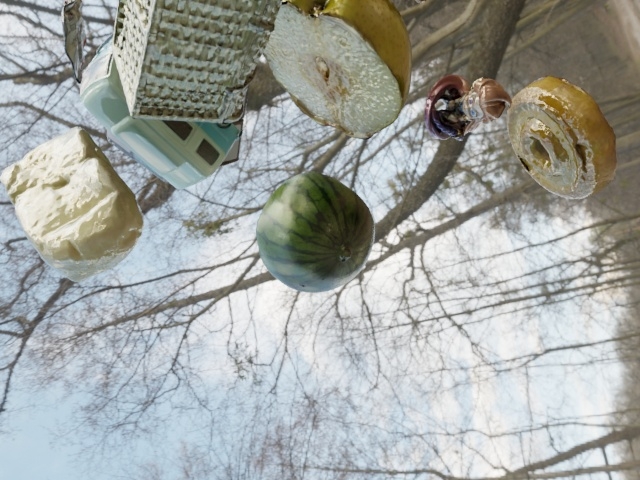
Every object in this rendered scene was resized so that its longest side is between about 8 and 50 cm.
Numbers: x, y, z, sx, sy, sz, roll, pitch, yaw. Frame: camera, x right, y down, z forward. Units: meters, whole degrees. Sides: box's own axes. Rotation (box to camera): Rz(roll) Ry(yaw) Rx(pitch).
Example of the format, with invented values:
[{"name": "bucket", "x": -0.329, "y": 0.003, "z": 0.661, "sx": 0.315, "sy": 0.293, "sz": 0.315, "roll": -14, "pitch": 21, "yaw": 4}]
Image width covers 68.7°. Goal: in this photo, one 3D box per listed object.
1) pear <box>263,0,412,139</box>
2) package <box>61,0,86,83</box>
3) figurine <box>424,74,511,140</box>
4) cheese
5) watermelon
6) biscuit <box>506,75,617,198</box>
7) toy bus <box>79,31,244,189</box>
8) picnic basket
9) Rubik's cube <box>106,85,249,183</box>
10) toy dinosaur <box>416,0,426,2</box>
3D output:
[{"name": "pear", "x": 0.056, "y": -0.406, "z": 0.991, "sx": 0.192, "sy": 0.340, "sz": 0.386, "roll": -60, "pitch": -14, "yaw": -12}, {"name": "package", "x": -0.622, "y": -0.528, "z": 1.179, "sx": 0.040, "sy": 0.232, "sz": 0.166, "roll": 5, "pitch": -111, "yaw": -18}, {"name": "figurine", "x": 0.279, "y": -0.258, "z": 0.881, "sx": 0.114, "sy": 0.156, "sz": 0.126, "roll": -25, "pitch": -77, "yaw": -50}, {"name": "cheese", "x": -0.372, "y": -0.059, "z": 0.717, "sx": 0.263, "sy": 0.159, "sz": 0.093, "roll": 48, "pitch": 176, "yaw": 30}, {"name": "watermelon", "x": 0.000, "y": 0.000, "z": 1.212, "sx": 0.330, "sy": 0.189, "sz": 0.331, "roll": -4, "pitch": -78, "yaw": -17}, {"name": "biscuit", "x": 0.538, "y": -0.226, "z": 1.081, "sx": 0.297, "sy": 0.101, "sz": 0.296, "roll": 60, "pitch": 177, "yaw": 5}, {"name": "toy bus", "x": -0.292, "y": -0.228, "z": 0.843, "sx": 0.271, "sy": 0.133, "sz": 0.165, "roll": 45, "pitch": -133, "yaw": -34}, {"name": "picnic basket", "x": -0.129, "y": -0.247, "z": 0.518, "sx": 0.154, "sy": 0.196, "sz": 0.134, "roll": -4, "pitch": -124, "yaw": -35}, {"name": "Rubik's cube", "x": -0.441, "y": -0.410, "z": 1.439, "sx": 0.318, "sy": 0.314, "sz": 0.316, "roll": 33, "pitch": -141, "yaw": 23}, {"name": "toy dinosaur", "x": 0.358, "y": -0.760, "z": 1.078, "sx": 0.208, "sy": 0.432, "sz": 0.097, "roll": 51, "pitch": -164, "yaw": 0}]
